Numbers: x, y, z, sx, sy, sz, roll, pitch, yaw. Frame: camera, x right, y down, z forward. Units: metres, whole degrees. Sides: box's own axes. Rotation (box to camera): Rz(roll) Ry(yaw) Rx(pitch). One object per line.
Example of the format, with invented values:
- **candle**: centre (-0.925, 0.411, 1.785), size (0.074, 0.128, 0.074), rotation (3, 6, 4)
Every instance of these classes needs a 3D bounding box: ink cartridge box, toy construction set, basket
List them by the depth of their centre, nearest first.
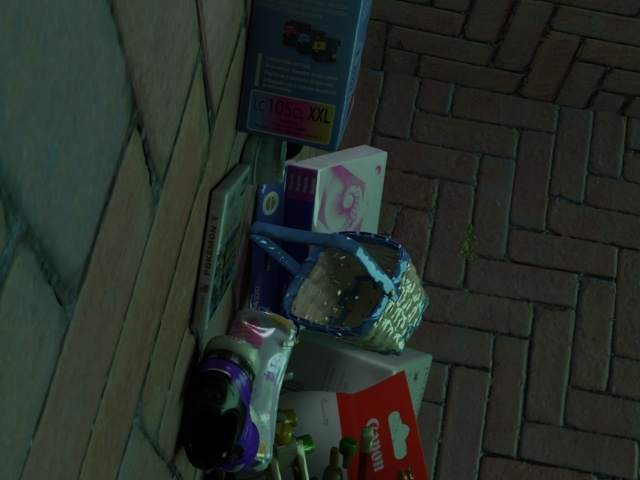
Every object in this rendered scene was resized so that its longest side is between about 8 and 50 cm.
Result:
- **ink cartridge box**: centre (0.000, -0.357, 1.312), size (0.270, 0.151, 0.396), rotation (-75, 174, -65)
- **basket**: centre (0.032, 0.066, 1.658), size (0.289, 0.254, 0.201), rotation (41, 70, -42)
- **toy construction set**: centre (-0.056, 0.344, 1.747), size (0.257, 0.308, 0.237), rotation (-93, -173, -67)
- **ink cartridge box**: centre (0.000, 0.000, 1.823), size (0.330, 0.071, 0.324), rotation (-21, 124, -51)
- **ink cartridge box**: centre (0.006, 0.423, 1.914), size (0.091, 0.385, 0.308), rotation (53, 18, -36)

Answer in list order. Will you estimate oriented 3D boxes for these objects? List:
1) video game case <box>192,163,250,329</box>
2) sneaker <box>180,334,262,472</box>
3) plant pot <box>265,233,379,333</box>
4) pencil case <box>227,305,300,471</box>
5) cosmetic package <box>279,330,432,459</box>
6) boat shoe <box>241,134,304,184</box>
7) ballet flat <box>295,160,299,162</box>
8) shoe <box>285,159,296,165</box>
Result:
- **video game case**: centre (-0.133, 0.002, 1.287), size (0.201, 0.023, 0.183), rotation (-75, 176, -75)
- **sneaker**: centre (-0.151, 0.276, 1.366), size (0.293, 0.102, 0.146), rotation (92, 12, -46)
- **plant pot**: centre (0.001, 0.030, 2.116), size (0.255, 0.271, 0.272), rotation (-110, -151, -68)
- **pencil case**: centre (-0.119, 0.255, 1.633), size (0.113, 0.124, 0.273), rotation (98, 5, -63)
- **cosmetic package**: centre (0.036, 0.389, 2.257), size (0.393, 0.327, 0.329), rotation (5, 100, -71)
- **boat shoe**: centre (-0.066, -0.148, 1.475), size (0.227, 0.081, 0.079), rotation (-75, 176, -56)
- **ballet flat**: centre (-0.065, -0.103, 2.223), size (0.068, 0.072, 0.213), rotation (-46, 160, -28)
- **shoe**: centre (-0.077, -0.072, 1.847), size (0.081, 0.063, 0.178), rotation (92, 5, -56)
